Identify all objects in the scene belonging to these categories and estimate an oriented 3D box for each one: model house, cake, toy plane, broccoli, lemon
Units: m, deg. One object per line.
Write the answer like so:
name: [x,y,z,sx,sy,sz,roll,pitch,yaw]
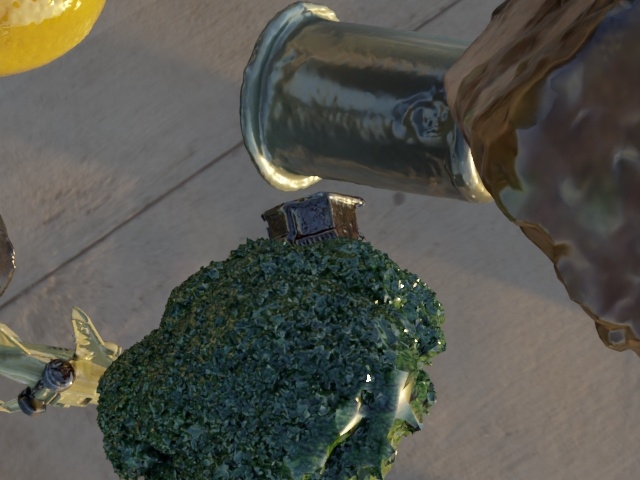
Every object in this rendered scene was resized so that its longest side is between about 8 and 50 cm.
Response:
model house: [-0.007,0.002,1.620,0.165,0.106,0.152,-17,69,19]
cake: [0.170,-0.066,0.428,0.196,0.293,0.199,39,103,-12]
toy plane: [-0.312,0.170,1.203,0.256,0.242,0.104,28,40,-24]
broccoli: [-0.028,0.125,0.772,0.294,0.265,0.245,-25,134,-12]
lemon: [-0.480,-0.443,1.488,0.364,0.364,0.364,1,87,-17]

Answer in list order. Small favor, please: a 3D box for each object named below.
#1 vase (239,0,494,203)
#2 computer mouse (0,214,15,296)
vase: [0.088,-0.148,1.138,0.245,0.291,0.245,-30,128,-49]
computer mouse: [-0.493,-0.011,1.095,0.295,0.087,0.168,29,110,0]
